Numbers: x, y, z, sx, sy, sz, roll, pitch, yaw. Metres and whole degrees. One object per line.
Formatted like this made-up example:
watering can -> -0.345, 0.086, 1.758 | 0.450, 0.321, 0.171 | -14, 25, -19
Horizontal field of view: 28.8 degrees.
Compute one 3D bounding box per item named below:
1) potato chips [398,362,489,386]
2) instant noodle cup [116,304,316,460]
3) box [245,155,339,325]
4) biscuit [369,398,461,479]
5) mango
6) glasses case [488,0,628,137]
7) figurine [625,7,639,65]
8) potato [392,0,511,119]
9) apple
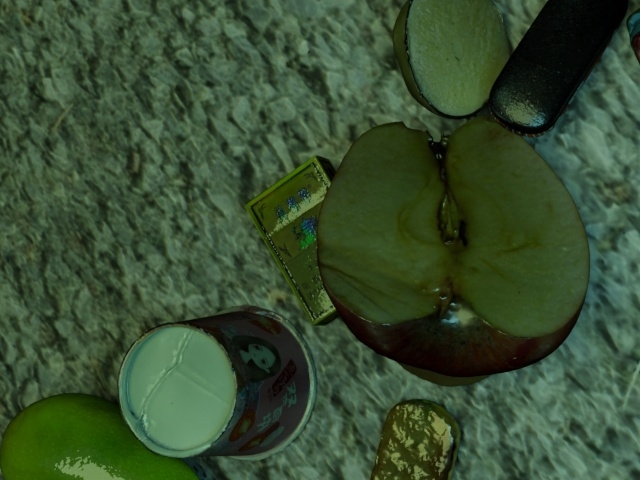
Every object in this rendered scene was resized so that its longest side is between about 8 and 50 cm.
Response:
potato chips -> 0.173, 0.132, 1.801 | 0.202, 0.049, 0.150 | 27, 92, 28
instant noodle cup -> -0.156, 0.214, 1.834 | 0.243, 0.231, 0.242 | -2, 86, 21
box -> 0.000, 0.000, 1.873 | 0.141, 0.064, 0.220 | -35, 76, 17
biscuit -> 0.131, 0.352, 1.812 | 0.118, 0.029, 0.247 | 15, 94, 25
mango -> -0.341, 0.349, 1.942 | 0.343, 0.156, 0.192 | 16, 80, 16
glasses case -> 0.329, -0.259, 1.716 | 0.103, 0.067, 0.266 | 30, 76, 18
figurine -> 0.519, -0.305, 1.618 | 0.234, 0.185, 0.127 | -20, 98, 22
potato -> 0.169, -0.263, 1.789 | 0.117, 0.182, 0.202 | -15, 83, 58
apple -> 0.173, 0.002, 1.673 | 0.295, 0.329, 0.364 | -33, 48, 39
